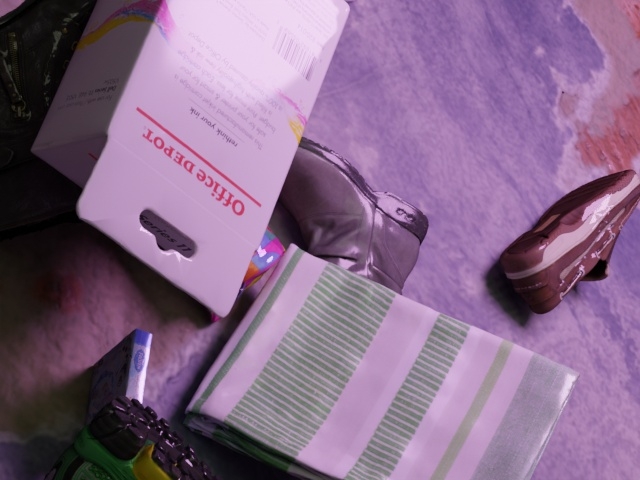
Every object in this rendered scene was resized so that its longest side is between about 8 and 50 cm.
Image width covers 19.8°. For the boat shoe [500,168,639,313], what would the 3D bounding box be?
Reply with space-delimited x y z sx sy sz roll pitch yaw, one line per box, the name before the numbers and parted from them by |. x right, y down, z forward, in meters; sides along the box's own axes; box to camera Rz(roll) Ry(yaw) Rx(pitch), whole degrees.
boat shoe | 0.305 0.005 2.160 0.257 0.095 0.095 -35 104 -39

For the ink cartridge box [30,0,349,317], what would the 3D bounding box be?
ink cartridge box | -0.126 -0.122 1.684 0.207 0.119 0.353 39 60 -35

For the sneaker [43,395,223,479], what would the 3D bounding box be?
sneaker | -0.118 0.286 1.642 0.343 0.146 0.134 45 7 -26

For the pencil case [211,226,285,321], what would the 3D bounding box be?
pencil case | -0.136 -0.041 1.813 0.236 0.104 0.104 54 45 -1

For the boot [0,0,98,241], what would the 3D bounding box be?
boot | -0.243 -0.124 1.735 0.263 0.091 0.229 -23 77 -7

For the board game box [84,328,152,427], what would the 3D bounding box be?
board game box | -0.187 0.139 1.674 0.020 0.090 0.090 22 55 -24

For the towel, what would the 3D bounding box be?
towel | 0.062 0.152 1.784 0.325 0.038 0.248 24 55 11

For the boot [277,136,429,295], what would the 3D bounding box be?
boot | 0.000 0.000 1.917 0.246 0.083 0.161 29 60 -18
